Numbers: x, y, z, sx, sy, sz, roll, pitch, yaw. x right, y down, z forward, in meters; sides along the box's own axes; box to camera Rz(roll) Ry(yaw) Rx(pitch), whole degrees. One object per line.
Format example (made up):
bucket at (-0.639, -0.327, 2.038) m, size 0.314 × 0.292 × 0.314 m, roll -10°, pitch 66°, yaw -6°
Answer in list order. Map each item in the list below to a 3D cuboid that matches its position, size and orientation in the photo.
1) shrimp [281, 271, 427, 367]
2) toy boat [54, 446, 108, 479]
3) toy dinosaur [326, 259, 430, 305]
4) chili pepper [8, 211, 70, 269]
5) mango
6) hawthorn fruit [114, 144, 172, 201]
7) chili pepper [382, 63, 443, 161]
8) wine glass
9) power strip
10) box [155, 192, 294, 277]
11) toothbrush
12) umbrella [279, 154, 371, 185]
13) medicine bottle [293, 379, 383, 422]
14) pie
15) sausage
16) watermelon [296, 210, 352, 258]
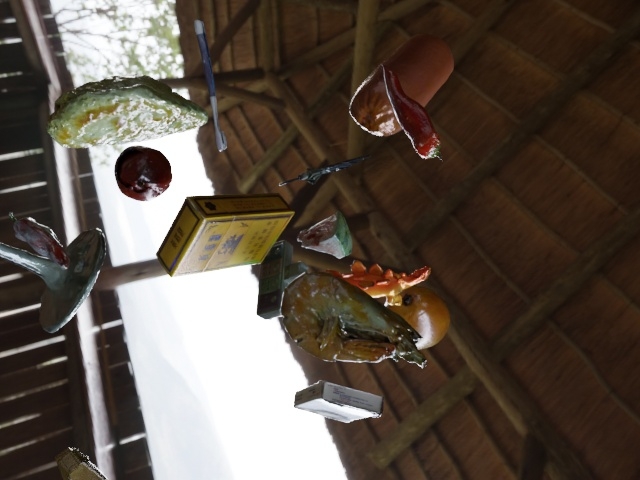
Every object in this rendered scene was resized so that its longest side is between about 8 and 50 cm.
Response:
shrimp at (0.045, 0.121, 0.774) m, size 0.217 × 0.115 × 0.051 m, roll 28°, pitch -17°, yaw 3°
toy boat at (-0.443, 0.485, 1.103) m, size 0.072 × 0.064 × 0.206 m, roll 6°, pitch -54°, yaw 47°
toy dinosaur at (0.058, 0.087, 1.029) m, size 0.117 × 0.289 × 0.070 m, roll 47°, pitch 33°, yaw -45°
chili pepper at (-0.439, -0.001, 0.900) m, size 0.153 × 0.041 × 0.050 m, roll 28°, pitch -7°, yaw 22°
mango at (0.187, 0.172, 1.170) m, size 0.253 × 0.139 × 0.113 m, roll 99°, pitch -8°, yaw -61°
hawthorn fruit at (-0.452, -0.163, 1.445) m, size 0.172 × 0.148 × 0.148 m, roll -104°, pitch -171°, yaw -58°
chili pepper at (0.119, -0.177, 0.777) m, size 0.045 × 0.027 × 0.178 m, roll 112°, pitch -41°, yaw -63°
wine glass at (-0.584, -0.011, 0.915) m, size 0.406 × 0.267 × 0.267 m, roll 32°, pitch 16°, yaw -40°
power strip at (-0.097, 0.101, 1.537) m, size 0.061 × 0.145 × 0.215 m, roll 36°, pitch 46°, yaw -45°
box at (-0.227, -0.019, 1.393) m, size 0.084 × 0.302 × 0.192 m, roll 49°, pitch -59°, yaw 24°
toothbrush at (-0.244, -0.344, 1.274) m, size 0.026 × 0.024 × 0.287 m, roll -39°, pitch 121°, yaw -67°
umbrella at (0.021, -0.178, 1.442) m, size 0.044 × 0.269 × 0.044 m, roll -9°, pitch -80°, yaw 70°
medicine bottle at (0.039, 0.411, 1.434) m, size 0.201 × 0.171 × 0.052 m, roll 135°, pitch -29°, yaw -59°
pie at (-0.288, -0.191, 0.845) m, size 0.248 × 0.201 × 0.089 m, roll -35°, pitch 112°, yaw -78°
sausage at (0.148, -0.280, 1.030) m, size 0.114 × 0.259 × 0.113 m, roll 24°, pitch -39°, yaw 20°
watermelon at (0.011, -0.016, 1.530) m, size 0.097 × 0.159 × 0.121 m, roll -65°, pitch 168°, yaw -53°
